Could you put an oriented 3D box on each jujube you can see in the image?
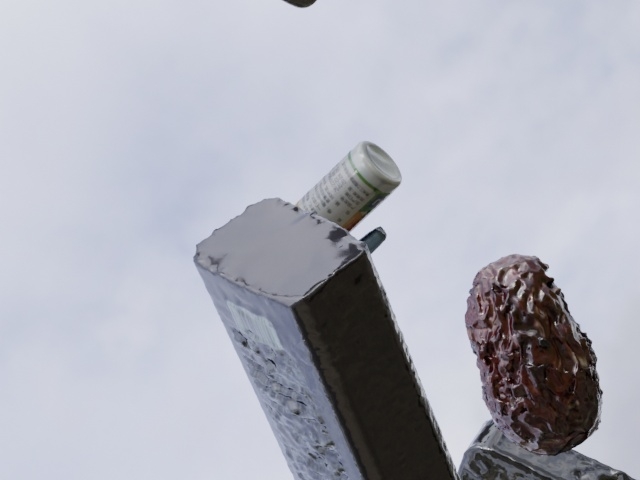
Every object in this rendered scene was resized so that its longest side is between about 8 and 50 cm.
[{"bbox_3d":[0.168,0.095,1.460,0.104,0.166,0.104,-24,-10,-4],"label":"jujube"}]

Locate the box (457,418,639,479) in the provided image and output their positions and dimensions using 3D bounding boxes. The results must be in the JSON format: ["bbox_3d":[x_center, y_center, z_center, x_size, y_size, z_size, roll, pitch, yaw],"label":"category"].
[{"bbox_3d":[0.277,0.304,1.598,0.058,0.350,0.211,-50,-22,-41],"label":"box"}]

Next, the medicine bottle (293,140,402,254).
[{"bbox_3d":[0.000,0.000,1.829,0.221,0.092,0.061,-43,5,24],"label":"medicine bottle"}]

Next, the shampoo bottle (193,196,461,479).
[{"bbox_3d":[0.027,0.123,0.973,0.071,0.098,0.309,-38,-54,-25],"label":"shampoo bottle"}]

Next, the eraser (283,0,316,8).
[{"bbox_3d":[-0.142,-0.349,1.765,0.089,0.352,0.061,-59,-5,7],"label":"eraser"}]
